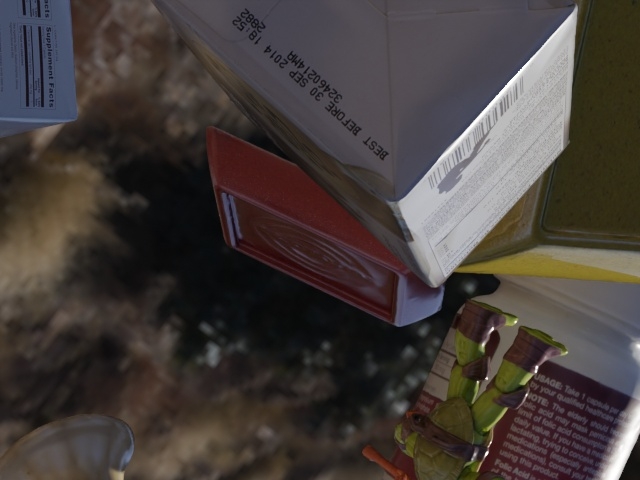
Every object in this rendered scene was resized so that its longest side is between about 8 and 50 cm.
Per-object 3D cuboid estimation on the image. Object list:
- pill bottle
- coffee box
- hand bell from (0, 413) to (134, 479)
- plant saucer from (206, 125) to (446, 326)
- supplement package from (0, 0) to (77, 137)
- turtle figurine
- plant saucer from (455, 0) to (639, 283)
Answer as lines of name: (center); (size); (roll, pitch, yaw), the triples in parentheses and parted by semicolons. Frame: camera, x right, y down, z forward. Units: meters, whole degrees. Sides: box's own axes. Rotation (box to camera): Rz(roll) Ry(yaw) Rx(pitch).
pill bottle: (0.208, 0.193, 1.932); (0.224, 0.224, 0.392); (78, 37, -89)
coffee box: (0.026, -0.089, 0.918); (0.119, 0.168, 0.297); (-47, 170, -1)
hand bell: (-0.175, 0.275, 1.544); (0.126, 0.242, 0.126); (-18, 144, -14)
plant saucer: (0.000, 0.000, 1.855); (0.047, 0.258, 0.259); (-63, 172, -16)
supplement package: (-0.325, -0.155, 1.429); (0.203, 0.149, 0.194); (-1, 177, -43)
turtle figurine: (0.119, 0.164, 1.664); (0.269, 0.087, 0.217); (32, -80, 61)
plant saucer: (0.278, -0.111, 1.552); (0.081, 0.333, 0.332); (-140, -122, -62)
